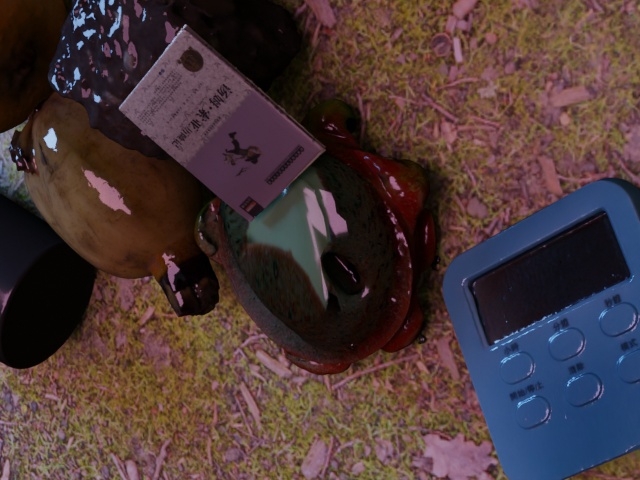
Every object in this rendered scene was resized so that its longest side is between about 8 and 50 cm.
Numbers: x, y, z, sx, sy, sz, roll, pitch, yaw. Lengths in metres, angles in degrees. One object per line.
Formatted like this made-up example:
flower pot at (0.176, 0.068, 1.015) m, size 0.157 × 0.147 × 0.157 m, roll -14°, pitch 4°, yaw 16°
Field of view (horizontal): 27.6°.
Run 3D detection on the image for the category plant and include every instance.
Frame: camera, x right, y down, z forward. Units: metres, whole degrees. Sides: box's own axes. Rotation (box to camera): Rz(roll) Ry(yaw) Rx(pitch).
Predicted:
plant at (-0.131, -0.252, 1.370) m, size 0.213 × 0.215 × 0.312 m, roll 43°, pitch 122°, yaw 17°

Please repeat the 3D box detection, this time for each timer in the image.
timer at (0.242, 0.089, 1.254) m, size 0.232 × 0.091 × 0.249 m, roll -33°, pitch 75°, yaw 33°

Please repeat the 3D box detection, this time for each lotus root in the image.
lotus root at (-0.216, -0.043, 1.484) m, size 0.310 × 0.183 × 0.182 m, roll 48°, pitch 119°, yaw 18°

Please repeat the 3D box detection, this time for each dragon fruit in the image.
dragon fruit at (0.000, 0.000, 1.380) m, size 0.268 × 0.130 × 0.295 m, roll -6°, pitch 94°, yaw 39°

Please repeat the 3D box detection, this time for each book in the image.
book at (-0.100, -0.112, 1.292) m, size 0.182 × 0.014 × 0.127 m, roll 41°, pitch 123°, yaw -8°

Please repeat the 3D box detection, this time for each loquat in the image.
loquat at (-0.426, -0.249, 1.536) m, size 0.263 × 0.263 × 0.263 m, roll 5°, pitch 100°, yaw 33°

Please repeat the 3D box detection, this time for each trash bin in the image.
trash bin at (-0.464, 0.012, 1.635) m, size 0.334 × 0.214 × 0.214 m, roll 25°, pitch 110°, yaw 19°

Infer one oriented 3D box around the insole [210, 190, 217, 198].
insole at (-0.105, -0.043, 1.511) m, size 0.045 × 0.002 × 0.135 m, roll -21°, pitch 85°, yaw 34°
